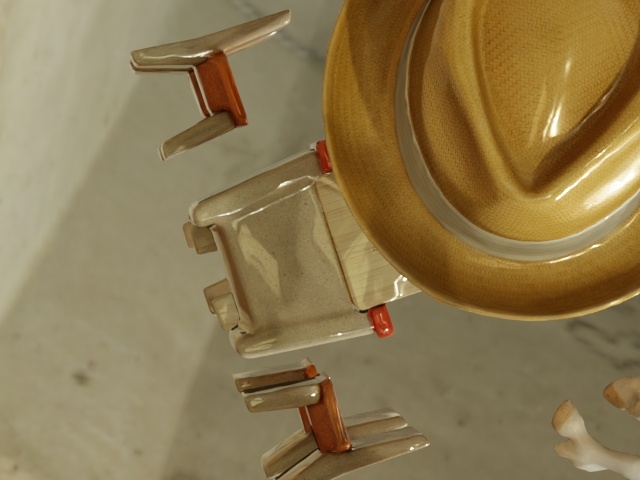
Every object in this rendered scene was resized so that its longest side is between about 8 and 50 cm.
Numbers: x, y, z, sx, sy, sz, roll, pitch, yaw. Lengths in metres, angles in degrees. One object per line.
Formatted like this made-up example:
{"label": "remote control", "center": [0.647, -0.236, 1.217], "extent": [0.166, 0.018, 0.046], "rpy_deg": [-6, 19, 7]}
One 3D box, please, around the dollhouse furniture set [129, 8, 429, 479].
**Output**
{"label": "dollhouse furniture set", "center": [0.000, 0.000, 0.944], "extent": [0.135, 0.262, 0.259], "rpy_deg": [-18, -176, -6]}

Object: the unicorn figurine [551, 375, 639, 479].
{"label": "unicorn figurine", "center": [0.119, 0.094, 0.547], "extent": [0.060, 0.162, 0.111], "rpy_deg": [-25, -137, -37]}

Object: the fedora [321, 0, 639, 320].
{"label": "fedora", "center": [0.090, -0.066, 0.685], "extent": [0.194, 0.194, 0.079], "rpy_deg": [19, 174, 4]}
